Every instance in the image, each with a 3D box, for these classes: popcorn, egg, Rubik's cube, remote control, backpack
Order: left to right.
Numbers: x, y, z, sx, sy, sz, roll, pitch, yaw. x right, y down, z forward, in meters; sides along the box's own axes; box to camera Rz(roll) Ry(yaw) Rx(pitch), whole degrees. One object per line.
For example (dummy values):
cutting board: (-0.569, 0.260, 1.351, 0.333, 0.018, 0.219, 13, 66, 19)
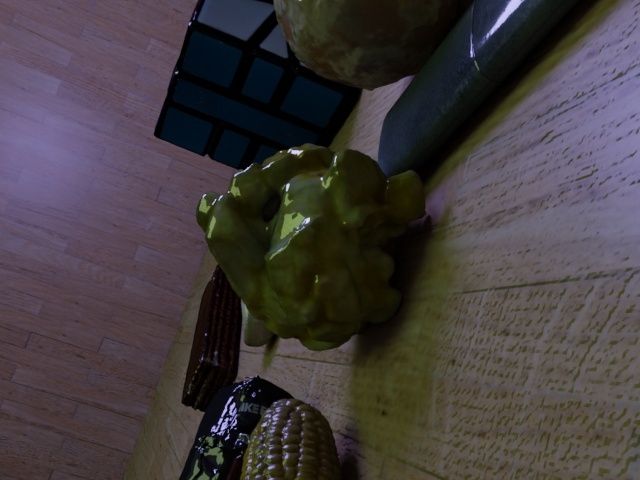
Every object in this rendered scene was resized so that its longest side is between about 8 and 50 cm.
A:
backpack: (-0.072, 0.219, 0.680, 0.105, 0.120, 0.165, -22, 45, 43)
Rubik's cube: (-0.095, -0.307, 1.197, 0.283, 0.288, 0.294, 127, 157, -53)
popcorn: (-0.001, -0.001, 0.627, 0.187, 0.167, 0.185, 34, 81, 37)
egg: (0.051, -0.264, 0.728, 0.245, 0.203, 0.204, -116, 48, -73)
remote control: (0.148, -0.176, 0.539, 0.377, 0.044, 0.107, -50, 20, 54)

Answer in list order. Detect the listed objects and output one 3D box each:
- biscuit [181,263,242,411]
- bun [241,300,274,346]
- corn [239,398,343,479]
biscuit: (-0.205, 0.175, 1.359, 0.107, 0.073, 0.388, -62, 15, 22)
bun: (-0.089, 0.116, 1.019, 0.086, 0.054, 0.086, 177, 90, -85)
corn: (-0.027, 0.235, 0.495, 0.292, 0.101, 0.101, -90, 25, -54)
